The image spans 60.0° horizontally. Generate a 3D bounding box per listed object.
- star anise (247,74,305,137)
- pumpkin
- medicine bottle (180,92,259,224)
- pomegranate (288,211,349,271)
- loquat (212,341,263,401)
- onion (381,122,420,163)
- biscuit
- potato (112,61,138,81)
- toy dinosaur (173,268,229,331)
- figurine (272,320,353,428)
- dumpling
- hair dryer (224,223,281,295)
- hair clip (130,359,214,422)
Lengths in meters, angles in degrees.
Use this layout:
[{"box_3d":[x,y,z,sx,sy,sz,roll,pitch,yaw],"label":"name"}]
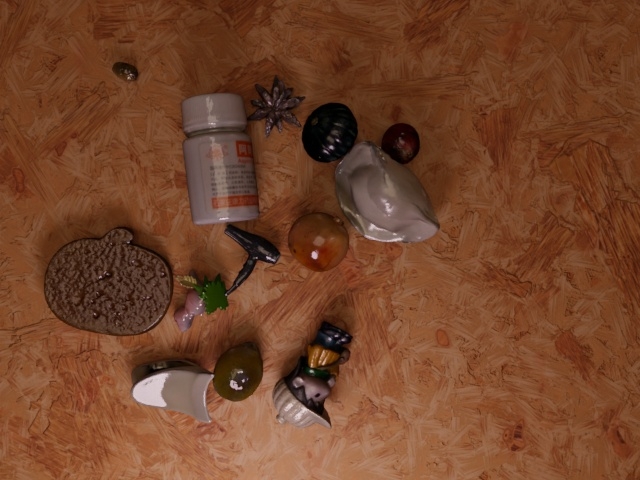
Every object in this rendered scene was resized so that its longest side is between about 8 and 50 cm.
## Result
[{"box_3d":[-0.141,-0.414,1.744,0.195,0.065,0.182,33,92,-6],"label":"star anise"},{"box_3d":[0.025,-0.329,1.694,0.194,0.194,0.150,-39,112,0],"label":"pumpkin"},{"box_3d":[-0.305,-0.240,1.675,0.210,0.211,0.372,-6,92,-1],"label":"medicine bottle"},{"box_3d":[-0.003,0.001,1.706,0.191,0.191,0.191,0,92,-1],"label":"pomegranate"},{"box_3d":[-0.253,0.406,1.727,0.152,0.152,0.195,30,97,-2],"label":"loquat"},{"box_3d":[0.250,-0.299,1.730,0.131,0.131,0.131,0,92,-1],"label":"onion"},{"box_3d":[-0.658,0.127,1.747,0.394,0.070,0.351,17,89,-2],"label":"biscuit"},{"box_3d":[-0.614,-0.532,1.741,0.083,0.040,0.051,19,86,-3],"label":"potato"},{"box_3d":[-0.384,0.184,1.746,0.177,0.152,0.194,-6,99,28],"label":"toy dinosaur"},{"box_3d":[-0.031,0.419,1.734,0.204,0.185,0.333,4,71,30],"label":"figurine"},{"box_3d":[0.193,-0.121,1.721,0.341,0.181,0.260,34,131,-26],"label":"dumpling"},{"box_3d":[-0.254,0.073,1.736,0.195,0.075,0.219,29,76,7],"label":"hair dryer"},{"box_3d":[-0.469,0.462,1.739,0.281,0.113,0.173,4,103,-1],"label":"hair clip"}]
